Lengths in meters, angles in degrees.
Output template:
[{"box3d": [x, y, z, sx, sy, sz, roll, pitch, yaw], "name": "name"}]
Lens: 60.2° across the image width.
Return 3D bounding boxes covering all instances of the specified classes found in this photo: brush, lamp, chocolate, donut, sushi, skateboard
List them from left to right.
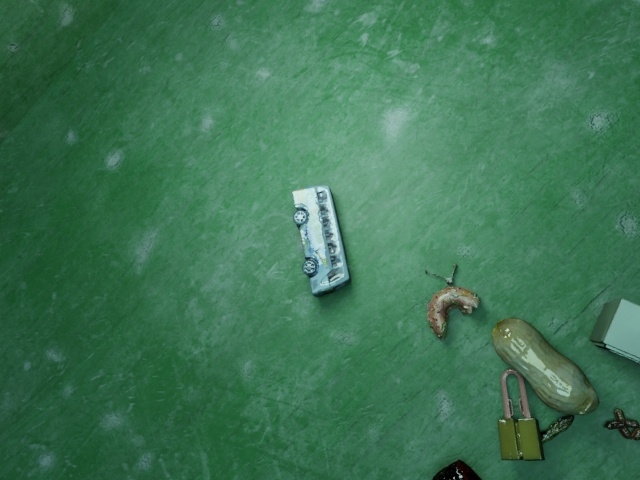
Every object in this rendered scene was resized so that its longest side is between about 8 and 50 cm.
[{"box3d": [0.347, 0.087, 1.592, 0.083, 0.032, 0.064, 18, 77, 17], "name": "skateboard"}, {"box3d": [0.359, 0.188, 1.552, 0.166, 0.065, 0.117, -47, 72, 4], "name": "donut"}, {"box3d": [0.387, 0.692, 1.428, 0.126, 0.136, 0.225, -43, 79, 10], "name": "sushi"}, {"box3d": [0.521, 0.457, 1.460, 0.103, 0.047, 0.234, -16, 61, 33], "name": "brush"}, {"box3d": [0.573, 0.329, 1.429, 0.309, 0.134, 0.134, 43, 96, 20], "name": "chocolate"}, {"box3d": [0.771, 0.473, 1.394, 0.083, 0.031, 0.063, 35, 94, 15], "name": "lamp"}]

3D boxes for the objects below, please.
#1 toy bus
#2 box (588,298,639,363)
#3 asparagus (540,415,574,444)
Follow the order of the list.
[{"box3d": [0.000, 0.000, 1.679, 0.135, 0.109, 0.330, -13, 78, 4], "name": "toy bus"}, {"box3d": [0.792, 0.245, 1.320, 0.224, 0.225, 0.118, 24, 89, 20], "name": "box"}, {"box3d": [0.595, 0.505, 1.442, 0.165, 0.036, 0.030, -39, 91, 8], "name": "asparagus"}]
